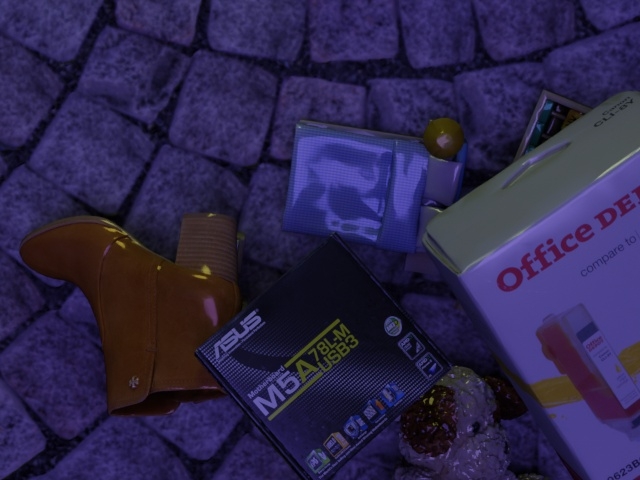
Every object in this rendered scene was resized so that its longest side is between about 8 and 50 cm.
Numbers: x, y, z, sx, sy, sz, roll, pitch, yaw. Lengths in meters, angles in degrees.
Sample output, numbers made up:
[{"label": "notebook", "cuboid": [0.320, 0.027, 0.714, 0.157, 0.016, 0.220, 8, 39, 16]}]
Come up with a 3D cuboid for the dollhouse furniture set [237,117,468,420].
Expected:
[{"label": "dollhouse furniture set", "cuboid": [0.000, 0.000, 1.568, 0.286, 0.198, 0.303, 10, 102, 0]}]

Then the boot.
[{"label": "boot", "cuboid": [-0.218, 0.084, 1.568, 0.295, 0.104, 0.211, -5, 67, 28]}]

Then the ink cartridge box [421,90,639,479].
[{"label": "ink cartridge box", "cuboid": [0.323, 0.084, 1.496, 0.279, 0.160, 0.384, -35, 107, 0]}]

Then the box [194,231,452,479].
[{"label": "box", "cuboid": [0.003, 0.120, 1.466, 0.191, 0.045, 0.184, -40, 87, -11]}]

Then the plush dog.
[{"label": "plush dog", "cuboid": [0.145, 0.250, 1.621, 0.211, 0.262, 0.225, 7, 97, 27]}]

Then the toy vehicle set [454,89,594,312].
[{"label": "toy vehicle set", "cuboid": [0.273, -0.012, 1.609, 0.166, 0.035, 0.266, 24, 103, 16]}]
